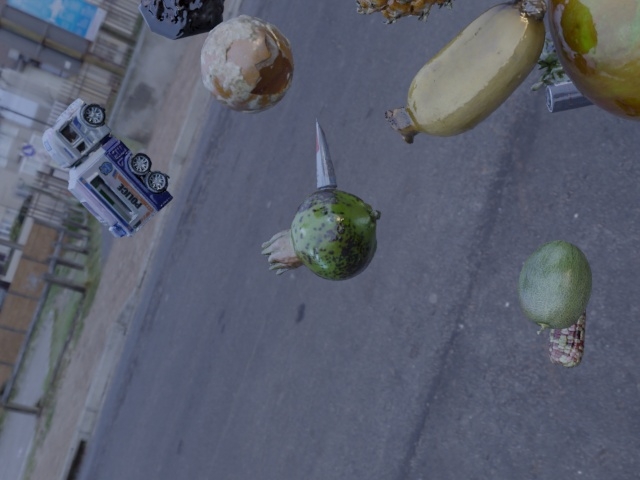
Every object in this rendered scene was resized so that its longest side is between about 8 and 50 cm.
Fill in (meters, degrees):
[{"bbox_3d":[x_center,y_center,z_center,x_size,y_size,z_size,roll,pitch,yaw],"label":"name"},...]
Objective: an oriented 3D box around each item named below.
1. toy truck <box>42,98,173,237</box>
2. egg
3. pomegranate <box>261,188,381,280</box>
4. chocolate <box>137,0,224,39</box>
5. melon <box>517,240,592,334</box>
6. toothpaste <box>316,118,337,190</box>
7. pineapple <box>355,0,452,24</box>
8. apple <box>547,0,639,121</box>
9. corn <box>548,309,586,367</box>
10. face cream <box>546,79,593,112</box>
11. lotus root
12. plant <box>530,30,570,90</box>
[{"bbox_3d":[-0.446,-0.144,1.303,0.155,0.268,0.124,-50,23,-21],"label":"toy truck"},{"bbox_3d":[-0.147,-0.354,1.299,0.233,0.195,0.195,60,-135,-75],"label":"egg"},{"bbox_3d":[0.000,-0.015,1.467,0.276,0.222,0.204,6,64,35],"label":"pomegranate"},{"bbox_3d":[-0.348,-0.662,1.624,0.206,0.224,0.177,59,154,19],"label":"chocolate"},{"bbox_3d":[0.455,0.094,1.242,0.139,0.139,0.192,-13,53,64],"label":"melon"},{"bbox_3d":[0.012,-0.217,1.769,0.089,0.057,0.234,38,-134,-76],"label":"toothpaste"},{"bbox_3d":[0.102,-0.527,1.300,0.286,0.344,0.209,-51,-8,-38],"label":"pineapple"},{"bbox_3d":[0.546,-0.378,0.963,0.374,0.374,0.384,-28,47,59],"label":"apple"},{"bbox_3d":[0.618,0.188,1.582,0.086,0.086,0.253,-11,68,65],"label":"corn"},{"bbox_3d":[0.709,-0.379,1.577,0.073,0.283,0.073,-10,-90,-81],"label":"face cream"},{"bbox_3d":[0.241,-0.259,1.018,0.303,0.131,0.146,-40,0,28],"label":"lotus root"},{"bbox_3d":[0.692,-0.553,1.867,0.333,0.180,0.251,-80,12,-66],"label":"plant"}]
